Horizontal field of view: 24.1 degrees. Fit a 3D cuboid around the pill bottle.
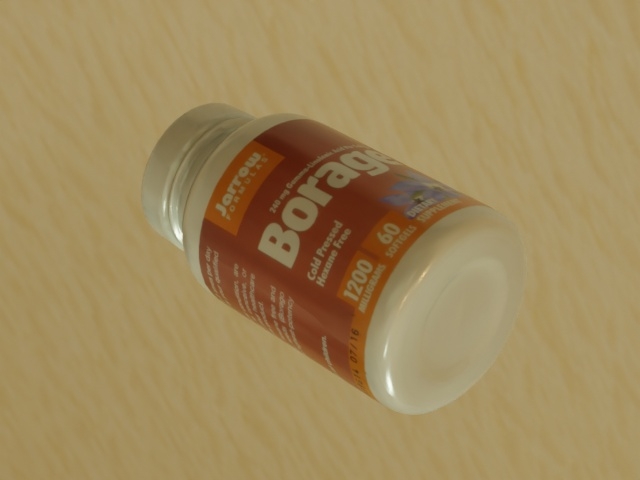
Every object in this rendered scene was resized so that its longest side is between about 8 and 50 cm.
[{"bbox_3d":[0.000,0.000,0.853,0.216,0.121,0.121,29,-127,36],"label":"pill bottle"}]
